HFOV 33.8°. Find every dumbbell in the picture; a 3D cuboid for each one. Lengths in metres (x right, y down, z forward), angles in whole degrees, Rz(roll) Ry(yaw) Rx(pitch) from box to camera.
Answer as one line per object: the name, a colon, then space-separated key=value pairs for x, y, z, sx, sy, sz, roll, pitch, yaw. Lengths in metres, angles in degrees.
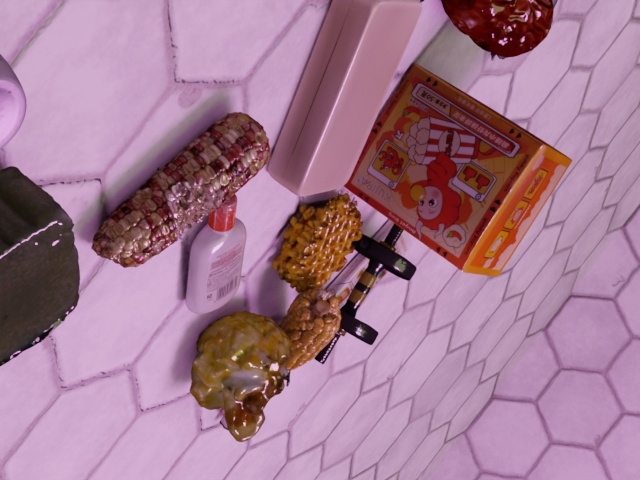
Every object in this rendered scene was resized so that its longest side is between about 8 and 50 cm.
dumbbell: x=0.080 y=0.091 z=2.005 sx=0.326 sy=0.143 sz=0.143 roll=-59 pitch=155 yaw=-4

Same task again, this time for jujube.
jujube: x=0.295 y=-0.396 z=1.772 sx=0.230 sy=0.155 sz=0.155 roll=4 pitch=120 yaw=-53

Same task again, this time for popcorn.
popcorn: x=-0.131 y=0.232 z=1.801 sx=0.197 sy=0.213 sz=0.198 roll=-10 pitch=146 yaw=-7

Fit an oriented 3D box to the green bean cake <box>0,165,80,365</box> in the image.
green bean cake: x=-0.389 y=0.051 z=1.209 sx=0.222 sy=0.125 sz=0.227 roll=-40 pitch=154 yaw=-30

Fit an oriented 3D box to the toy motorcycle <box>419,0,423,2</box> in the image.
toy motorcycle: x=0.199 y=-0.462 z=1.616 sx=0.114 sy=0.076 sz=0.205 roll=-26 pitch=142 yaw=-59

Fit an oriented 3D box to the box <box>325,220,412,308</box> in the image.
box: x=0.099 y=0.057 z=2.140 sx=0.220 sy=0.032 sz=0.122 roll=-47 pitch=152 yaw=-11

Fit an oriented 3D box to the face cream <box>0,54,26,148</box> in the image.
face cream: x=-0.356 y=-0.145 z=1.033 sx=0.117 sy=0.104 sz=0.117 roll=-39 pitch=150 yaw=-28

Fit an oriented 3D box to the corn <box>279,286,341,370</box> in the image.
corn: x=-0.039 y=0.171 z=1.912 sx=0.101 sy=0.101 sz=0.292 roll=-38 pitch=174 yaw=-29

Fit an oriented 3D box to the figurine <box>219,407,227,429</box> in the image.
figurine: x=-0.158 y=0.303 z=2.008 sx=0.072 sy=0.054 sz=0.129 roll=2 pitch=130 yaw=-43

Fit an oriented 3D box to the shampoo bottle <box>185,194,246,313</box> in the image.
shampoo bottle: x=-0.159 y=0.016 z=1.632 sx=0.108 sy=0.051 sz=0.221 roll=-31 pitch=146 yaw=-37

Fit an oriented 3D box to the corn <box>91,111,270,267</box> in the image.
corn: x=-0.187 y=-0.064 z=1.434 sx=0.290 sy=0.098 sz=0.098 roll=-43 pitch=153 yaw=-19

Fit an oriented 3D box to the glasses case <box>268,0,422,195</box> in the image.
glasses case: x=0.035 y=-0.231 z=1.618 sx=0.144 sy=0.076 sz=0.337 roll=-14 pitch=135 yaw=-52

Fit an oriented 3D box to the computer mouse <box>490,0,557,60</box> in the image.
computer mouse: x=0.395 y=-0.430 z=1.984 sx=0.113 sy=0.068 sz=0.229 roll=-9 pitch=130 yaw=-54

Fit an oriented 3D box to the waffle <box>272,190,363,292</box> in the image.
waffle: x=0.000 y=0.000 z=1.867 sx=0.197 sy=0.070 sz=0.193 roll=-54 pitch=155 yaw=-4

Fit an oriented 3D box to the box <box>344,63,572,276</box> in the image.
box: x=0.240 y=-0.120 z=1.864 sx=0.260 sy=0.283 sz=0.214 roll=-59 pitch=155 yaw=13
